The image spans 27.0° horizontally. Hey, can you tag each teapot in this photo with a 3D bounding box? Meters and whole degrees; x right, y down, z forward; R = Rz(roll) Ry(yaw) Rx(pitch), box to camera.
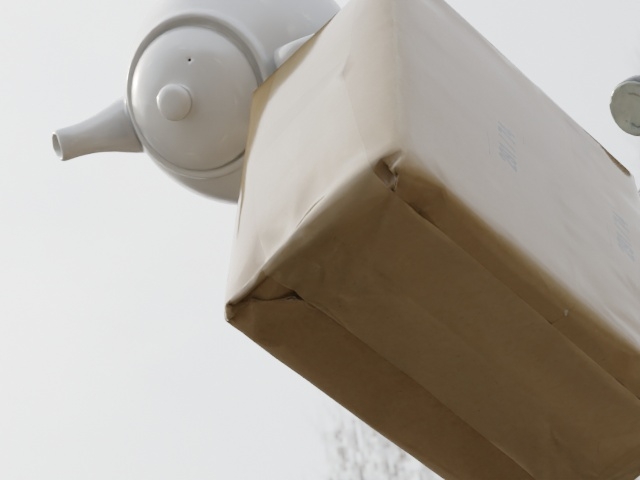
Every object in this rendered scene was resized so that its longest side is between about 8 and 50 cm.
[{"bbox_3d":[-0.086,-0.143,1.253,0.187,0.252,0.256,-25,-37,-63],"label":"teapot"}]

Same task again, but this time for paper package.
[{"bbox_3d":[0.100,0.000,0.957,0.309,0.325,0.168,39,-65,-21],"label":"paper package"}]

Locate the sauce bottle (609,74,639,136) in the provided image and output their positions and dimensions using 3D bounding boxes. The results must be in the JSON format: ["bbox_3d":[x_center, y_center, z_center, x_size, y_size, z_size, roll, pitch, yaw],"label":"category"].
[{"bbox_3d":[0.482,-0.215,1.658,0.344,0.111,0.111,-27,-15,-41],"label":"sauce bottle"}]

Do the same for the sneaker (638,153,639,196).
[{"bbox_3d":[0.469,-0.076,1.748,0.101,0.267,0.106,33,-31,-8],"label":"sneaker"}]
